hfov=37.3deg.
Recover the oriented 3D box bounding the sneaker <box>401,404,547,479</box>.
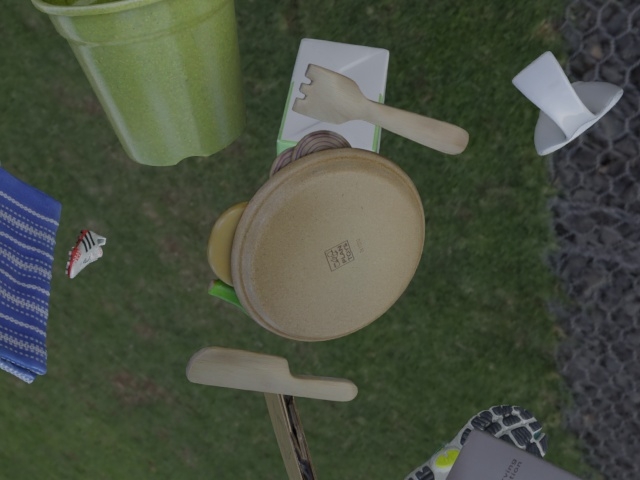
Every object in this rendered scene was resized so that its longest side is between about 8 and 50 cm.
[{"bbox_3d":[0.190,0.312,1.297,0.107,0.275,0.110,61,156,10],"label":"sneaker"}]

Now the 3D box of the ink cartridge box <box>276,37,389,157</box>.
[{"bbox_3d":[0.011,-0.061,1.258,0.119,0.207,0.353,7,138,3],"label":"ink cartridge box"}]

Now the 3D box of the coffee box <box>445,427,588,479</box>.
[{"bbox_3d":[0.067,0.242,0.353,0.119,0.297,0.168,32,173,-16],"label":"coffee box"}]

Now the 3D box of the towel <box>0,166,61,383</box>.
[{"bbox_3d":[-0.419,-0.005,1.146,0.040,0.336,0.243,-38,126,17],"label":"towel"}]

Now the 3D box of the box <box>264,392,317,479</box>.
[{"bbox_3d":[-0.041,0.265,1.271,0.201,0.021,0.164,114,140,-73],"label":"box"}]

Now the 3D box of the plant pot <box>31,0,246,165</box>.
[{"bbox_3d":[-0.215,-0.251,1.282,0.276,0.276,0.253,13,131,32],"label":"plant pot"}]

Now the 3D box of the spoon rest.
[{"bbox_3d":[0.318,-0.163,1.208,0.137,0.276,0.084,-39,71,18],"label":"spoon rest"}]

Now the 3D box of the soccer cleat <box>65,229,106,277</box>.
[{"bbox_3d":[-0.285,0.017,1.153,0.036,0.083,0.029,17,125,-7],"label":"soccer cleat"}]

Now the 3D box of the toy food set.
[{"bbox_3d":[0.000,0.000,0.556,0.132,0.192,0.038,15,-164,-30],"label":"toy food set"}]
